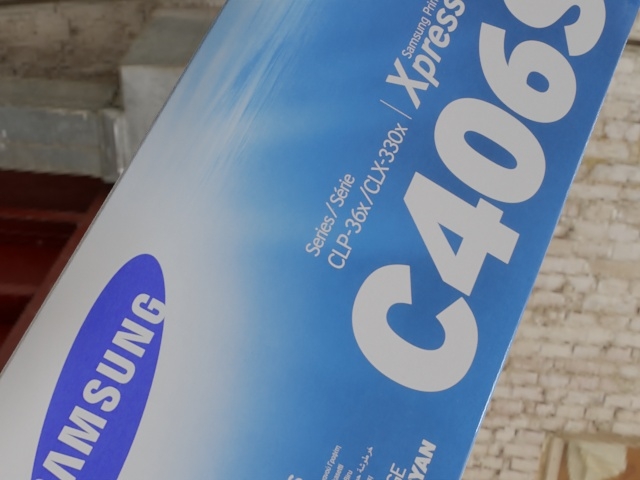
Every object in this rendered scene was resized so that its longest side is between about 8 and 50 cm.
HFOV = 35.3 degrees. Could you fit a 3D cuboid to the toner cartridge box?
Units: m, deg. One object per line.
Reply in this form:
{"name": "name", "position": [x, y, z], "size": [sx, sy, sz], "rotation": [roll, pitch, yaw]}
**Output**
{"name": "toner cartridge box", "position": [0.000, 0.000, 0.412], "size": [0.165, 0.075, 0.348], "rotation": [29, -113, -8]}
